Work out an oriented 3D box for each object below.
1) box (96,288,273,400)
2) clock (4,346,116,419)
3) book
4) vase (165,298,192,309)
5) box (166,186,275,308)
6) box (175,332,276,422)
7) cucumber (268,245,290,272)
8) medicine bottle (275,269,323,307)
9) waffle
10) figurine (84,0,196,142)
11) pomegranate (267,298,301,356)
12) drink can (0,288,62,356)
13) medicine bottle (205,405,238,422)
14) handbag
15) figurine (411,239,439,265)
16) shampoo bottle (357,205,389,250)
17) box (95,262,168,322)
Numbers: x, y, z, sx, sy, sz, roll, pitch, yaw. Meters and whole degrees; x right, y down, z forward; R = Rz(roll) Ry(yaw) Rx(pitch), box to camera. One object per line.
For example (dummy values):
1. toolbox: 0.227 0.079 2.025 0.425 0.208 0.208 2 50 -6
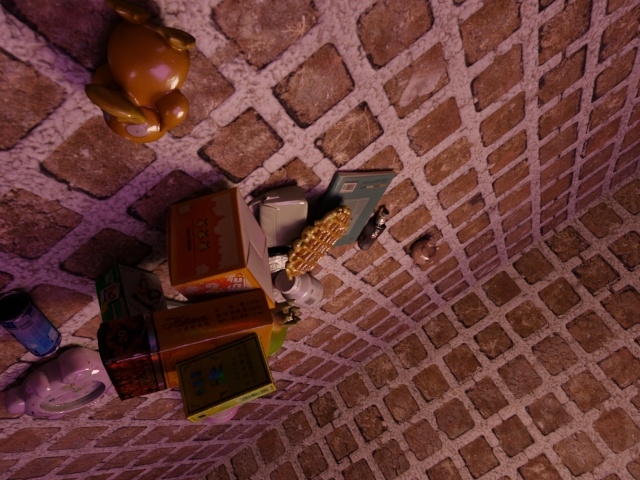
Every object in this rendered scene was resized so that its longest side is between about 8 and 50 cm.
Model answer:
1. box: -0.344 0.278 1.243 0.414 0.116 0.264 -11 147 -19
2. clock: -0.870 0.502 1.621 0.322 0.113 0.296 -30 150 -1
3. book: 0.093 -0.101 1.697 0.264 0.031 0.379 -7 142 -35
4. vase: -0.504 0.238 1.606 0.086 0.086 0.214 -44 152 20
5. box: -0.275 0.050 1.322 0.213 0.260 0.284 -13 149 5
6. box: -0.235 0.339 1.162 0.219 0.141 0.064 -20 148 -8
7. cucumber: -0.204 0.081 1.673 0.211 0.062 0.078 -16 113 -16
8. medicine bottle: -0.087 0.184 1.848 0.135 0.135 0.215 -37 149 9
9. waffle: -0.007 0.006 1.589 0.300 0.058 0.282 -41 162 -18
10. figurine: -0.332 -0.300 0.880 0.215 0.215 0.228 27 94 -56
11. pomegranate: -0.236 0.343 1.797 0.358 0.216 0.309 -14 150 29
12. drink can: -0.809 0.235 1.301 0.097 0.097 0.235 -21 149 -18
13. medicine bottle: -0.467 0.687 2.161 0.211 0.212 0.326 -17 145 -24
14. handbag: -0.153 -0.065 1.492 0.219 0.079 0.256 -9 145 -12
15. figurine: 0.491 0.059 2.210 0.125 0.125 0.138 -23 160 -15
16. shampoo bottle: 0.213 -0.047 1.864 0.057 0.064 0.208 2 139 -29
17. box: -0.529 0.198 1.347 0.103 0.250 0.180 -39 148 14
